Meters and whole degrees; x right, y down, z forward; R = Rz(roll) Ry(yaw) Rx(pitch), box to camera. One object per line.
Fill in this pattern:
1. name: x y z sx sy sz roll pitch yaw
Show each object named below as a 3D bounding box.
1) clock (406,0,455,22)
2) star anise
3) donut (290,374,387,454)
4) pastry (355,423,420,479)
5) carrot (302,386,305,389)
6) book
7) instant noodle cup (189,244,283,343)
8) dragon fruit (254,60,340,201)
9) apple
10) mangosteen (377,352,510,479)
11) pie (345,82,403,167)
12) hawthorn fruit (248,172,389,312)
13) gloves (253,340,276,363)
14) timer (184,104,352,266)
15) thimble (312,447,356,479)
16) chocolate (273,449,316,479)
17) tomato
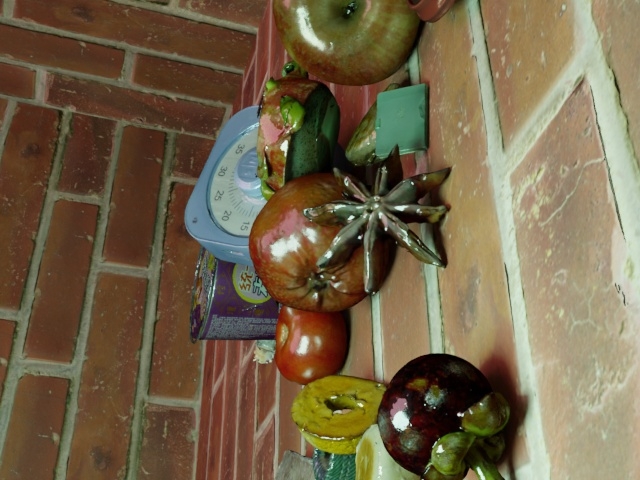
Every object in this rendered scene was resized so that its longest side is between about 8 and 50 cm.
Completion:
1. clock: 0.232 -0.529 1.528 0.318 0.080 0.318 -167 90 -79
2. star anise: 0.104 -0.041 1.494 0.088 0.288 0.288 44 -139 -53
3. donut: 0.038 0.305 1.560 0.178 0.162 0.065 11 128 37
4. pastry: 0.105 0.365 1.404 0.166 0.088 0.166 -168 90 -78
5. carrot: -0.034 0.373 2.030 0.216 0.048 0.048 113 162 -56
6. book: 0.147 -0.218 1.637 0.017 0.103 0.135 40 -133 -54
7. instant noodle cup: -0.174 0.112 2.289 0.340 0.266 0.340 -171 90 -76
8. dragon fruit: -0.045 -0.215 1.812 0.268 0.130 0.295 -5 -76 -69
9. apple: 0.055 -0.448 1.758 0.301 0.301 0.301 -170 90 -76
10. mangosteen: 0.165 0.228 1.158 0.184 0.172 0.172 -2 76 41
11. pie: 0.119 -0.225 1.755 0.193 0.079 0.163 -29 41 61
12. hawthorn fruit: 0.000 0.000 1.716 0.299 0.275 0.275 -77 3 -69
13. gloves: -0.138 0.255 2.450 0.114 0.070 0.153 104 174 -49
14. timer: -0.100 -0.125 2.021 0.173 0.395 0.395 49 -145 -52
15. thimble: 0.041 0.390 1.619 0.135 0.090 0.118 169 110 -75
16. chocolate: -0.037 0.531 1.815 0.303 0.100 0.185 162 127 -71
17. tomato: -0.019 0.206 1.877 0.195 0.136 0.195 -172 90 -71
